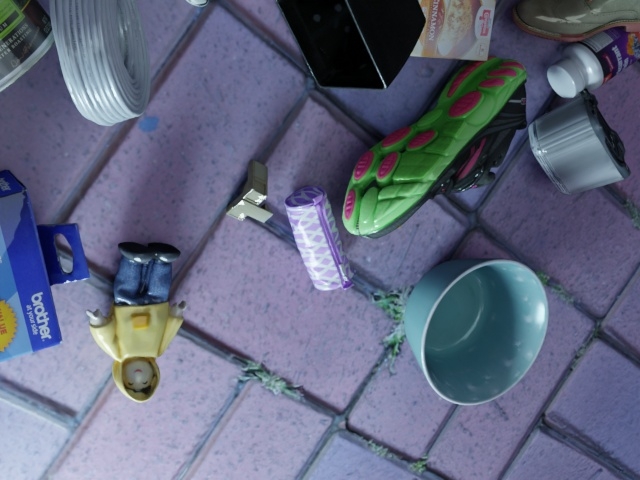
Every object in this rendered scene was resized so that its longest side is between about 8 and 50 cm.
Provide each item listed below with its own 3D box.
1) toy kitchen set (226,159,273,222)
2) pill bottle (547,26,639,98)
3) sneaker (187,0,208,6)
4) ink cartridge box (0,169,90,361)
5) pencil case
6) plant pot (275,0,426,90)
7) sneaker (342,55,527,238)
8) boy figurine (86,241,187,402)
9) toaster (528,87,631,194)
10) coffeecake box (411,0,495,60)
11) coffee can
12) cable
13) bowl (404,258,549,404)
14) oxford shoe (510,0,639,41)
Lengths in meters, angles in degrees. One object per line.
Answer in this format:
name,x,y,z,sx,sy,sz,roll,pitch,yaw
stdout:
toy kitchen set,-0.118,-0.082,1.744,0.068,0.075,0.083,26,133,-30
pill bottle,0.561,-0.373,1.975,0.193,0.108,0.108,-35,120,-14
sneaker,-0.213,-0.411,1.576,0.083,0.037,0.032,39,84,-34
ink cartridge box,-0.565,0.059,1.478,0.395,0.151,0.270,-18,115,-24
pencil case,0.000,0.000,1.804,0.086,0.088,0.206,-32,118,-18
plant pot,0.069,-0.385,1.664,0.167,0.188,0.187,-43,122,-23
sneaker,0.242,-0.148,1.810,0.483,0.185,0.202,-41,126,-21
boy figurine,-0.320,0.145,1.676,0.177,0.092,0.285,3,102,-33
toaster,0.524,-0.195,1.976,0.146,0.129,0.227,-25,131,26
coffeecake box,0.229,-0.413,1.801,0.185,0.068,0.142,-3,107,-29
coffee can,-0.525,-0.344,1.329,0.201,0.201,0.275,-42,122,-10
cable,-0.323,-0.299,1.431,0.089,0.257,0.257,-6,105,3
bowl,0.295,0.163,1.978,0.311,0.163,0.312,-9,110,-26
oxford shoe,0.540,-0.477,1.879,0.348,0.123,0.130,-11,152,-13
